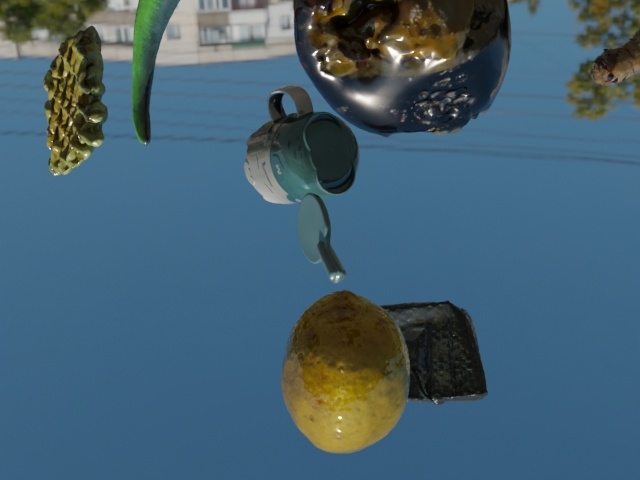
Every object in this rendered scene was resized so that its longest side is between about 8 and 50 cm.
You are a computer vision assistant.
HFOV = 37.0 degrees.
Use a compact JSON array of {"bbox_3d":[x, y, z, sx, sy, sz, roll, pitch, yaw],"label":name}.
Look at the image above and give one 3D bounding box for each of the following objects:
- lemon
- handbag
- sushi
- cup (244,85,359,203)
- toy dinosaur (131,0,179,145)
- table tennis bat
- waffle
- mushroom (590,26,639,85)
[{"bbox_3d":[0.031,0.165,1.200,0.170,0.207,0.170,4,-150,-2],"label":"lemon"},{"bbox_3d":[0.157,0.196,1.654,0.270,0.175,0.088,-5,165,27],"label":"handbag"},{"bbox_3d":[0.070,-0.219,0.899,0.213,0.204,0.200,-17,-116,-5],"label":"sushi"},{"bbox_3d":[-0.048,-0.231,2.321,0.219,0.290,0.257,-21,-170,-27],"label":"cup"},{"bbox_3d":[-0.068,-0.356,1.008,0.144,0.500,0.374,1,-179,-43],"label":"toy dinosaur"},{"bbox_3d":[0.000,0.000,2.065,0.038,0.149,0.237,-2,-138,-25],"label":"table tennis bat"},{"bbox_3d":[-0.390,-0.226,1.537,0.054,0.224,0.204,2,162,-33],"label":"waffle"},{"bbox_3d":[0.437,-0.263,1.196,0.227,0.217,0.148,39,179,11],"label":"mushroom"}]
